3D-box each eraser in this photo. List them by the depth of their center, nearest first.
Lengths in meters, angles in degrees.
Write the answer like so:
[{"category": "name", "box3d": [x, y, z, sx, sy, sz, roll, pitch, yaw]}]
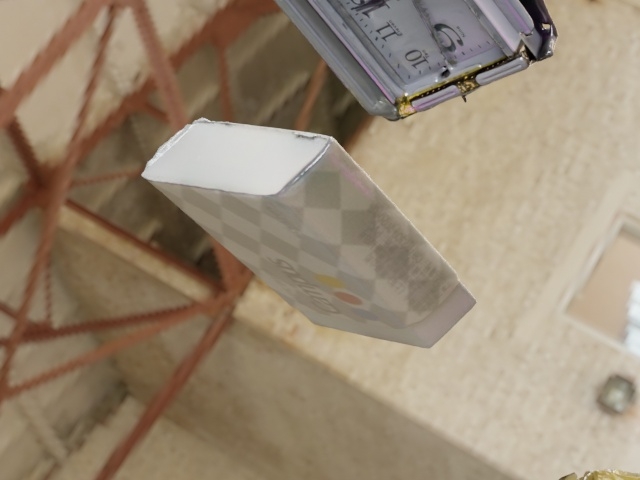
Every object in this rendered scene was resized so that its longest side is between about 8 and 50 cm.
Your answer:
[{"category": "eraser", "box3d": [0.000, 0.000, 1.884, 0.397, 0.213, 0.082, 45, -119, -52]}]

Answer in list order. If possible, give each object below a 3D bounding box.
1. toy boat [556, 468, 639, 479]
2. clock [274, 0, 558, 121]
[{"category": "toy boat", "box3d": [0.079, 0.210, 0.819, 0.310, 0.089, 0.115, -40, -46, 21]}, {"category": "clock", "box3d": [0.069, -0.224, 1.493, 0.253, 0.186, 0.083, 49, -138, -26]}]
